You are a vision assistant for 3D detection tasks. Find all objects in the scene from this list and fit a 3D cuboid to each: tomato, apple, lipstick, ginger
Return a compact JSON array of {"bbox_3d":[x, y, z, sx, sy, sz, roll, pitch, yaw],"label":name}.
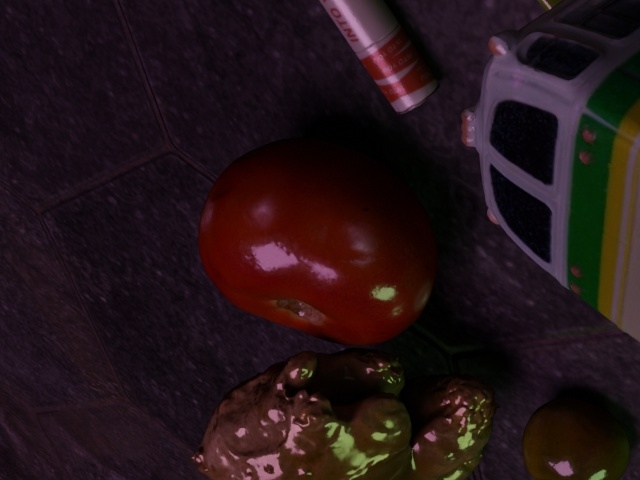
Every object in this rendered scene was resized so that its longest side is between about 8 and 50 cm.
[{"bbox_3d":[0.000,0.000,0.996,0.195,0.136,0.195,17,159,7],"label":"tomato"},{"bbox_3d":[0.213,0.174,1.040,0.089,0.074,0.089,23,162,8],"label":"apple"},{"bbox_3d":[0.034,-0.153,0.886,0.131,0.038,0.038,53,146,-15],"label":"lipstick"},{"bbox_3d":[0.052,0.173,1.130,0.166,0.375,0.236,47,106,21],"label":"ginger"}]

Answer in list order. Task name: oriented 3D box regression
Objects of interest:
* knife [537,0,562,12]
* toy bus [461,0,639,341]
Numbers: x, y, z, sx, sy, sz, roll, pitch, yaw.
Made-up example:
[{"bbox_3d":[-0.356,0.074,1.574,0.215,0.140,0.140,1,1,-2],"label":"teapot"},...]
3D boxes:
[{"bbox_3d":[0.145,-0.154,0.780,0.184,0.022,0.026,48,173,-9],"label":"knife"},{"bbox_3d":[0.207,-0.078,0.572,0.164,0.276,0.134,35,148,34],"label":"toy bus"}]
